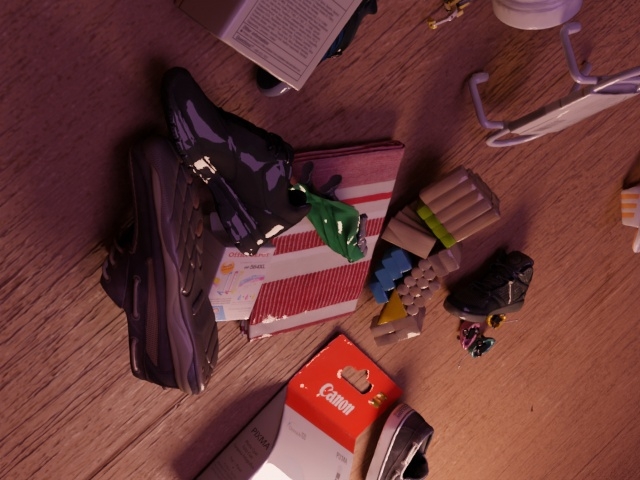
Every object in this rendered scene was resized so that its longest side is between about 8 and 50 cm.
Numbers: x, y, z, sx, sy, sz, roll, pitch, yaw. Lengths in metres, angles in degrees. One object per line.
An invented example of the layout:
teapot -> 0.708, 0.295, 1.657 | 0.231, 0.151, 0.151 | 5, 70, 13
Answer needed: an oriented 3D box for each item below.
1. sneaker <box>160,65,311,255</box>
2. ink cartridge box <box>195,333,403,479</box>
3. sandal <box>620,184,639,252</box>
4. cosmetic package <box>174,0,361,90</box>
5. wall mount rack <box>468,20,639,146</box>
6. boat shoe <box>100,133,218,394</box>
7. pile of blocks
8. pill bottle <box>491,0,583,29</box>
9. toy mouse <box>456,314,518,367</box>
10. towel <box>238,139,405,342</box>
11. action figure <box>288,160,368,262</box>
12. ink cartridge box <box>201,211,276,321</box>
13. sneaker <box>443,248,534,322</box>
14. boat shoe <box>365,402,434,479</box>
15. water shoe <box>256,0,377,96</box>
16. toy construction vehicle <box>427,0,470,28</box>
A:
sneaker -> -0.107, -0.113, 1.257 | 0.130, 0.109, 0.286 | -27, 131, 3
ink cartridge box -> -0.013, 0.385, 1.802 | 0.385, 0.091, 0.308 | -45, 141, -2
sandal -> 0.665, -0.108, 2.037 | 0.102, 0.076, 0.265 | 7, 96, -61
cosmetic package -> -0.013, -0.355, 1.178 | 0.309, 0.113, 0.160 | -54, 140, 7
wall mount rack -> 0.417, -0.259, 1.559 | 0.304, 0.130, 0.350 | -8, 171, -35
boat shoe -> -0.222, 0.041, 1.280 | 0.130, 0.132, 0.355 | -2, 108, 9
pile of blocks -> 0.169, 0.013, 1.673 | 0.362, 0.149, 0.112 | -60, -177, 28
pill bottle -> 0.291, -0.439, 1.348 | 0.162, 0.162, 0.278 | -34, 139, -16
toy mouse -> 0.310, 0.191, 1.982 | 0.161, 0.031, 0.143 | 25, 103, -49
towel -> 0.000, 0.000, 1.542 | 0.237, 0.037, 0.329 | -10, 129, -37
action figure -> 0.024, -0.028, 1.435 | 0.063, 0.137, 0.232 | -53, 152, -15
ink cartridge box -> -0.137, 0.031, 1.398 | 0.092, 0.090, 0.143 | -1, 122, -42
sneaker -> 0.322, 0.080, 1.864 | 0.227, 0.087, 0.130 | -7, 124, -42
boat shoe -> 0.168, 0.457, 1.993 | 0.108, 0.102, 0.301 | -33, 146, -41
water shoe -> 0.002, -0.258, 1.302 | 0.203, 0.073, 0.080 | -49, 143, 2
toy construction vehicle -> 0.187, -0.360, 1.416 | 0.098, 0.035, 0.086 | -36, 139, -15
